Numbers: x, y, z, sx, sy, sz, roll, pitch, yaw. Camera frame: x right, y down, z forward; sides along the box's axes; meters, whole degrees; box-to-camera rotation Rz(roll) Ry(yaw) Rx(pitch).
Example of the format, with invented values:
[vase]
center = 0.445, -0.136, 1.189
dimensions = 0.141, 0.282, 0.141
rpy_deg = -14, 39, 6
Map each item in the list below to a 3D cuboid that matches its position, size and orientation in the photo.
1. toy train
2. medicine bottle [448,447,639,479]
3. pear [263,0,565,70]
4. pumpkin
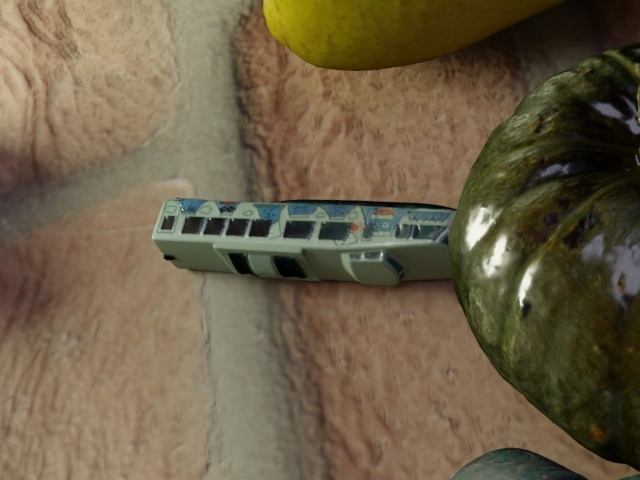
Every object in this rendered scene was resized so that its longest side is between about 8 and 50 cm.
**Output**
[toy train]
center = 0.000, 0.000, 0.596
dimensions = 0.208, 0.043, 0.047
rpy_deg = 2, 60, 23
[medicine bottle]
center = 0.158, 0.168, 0.331
dimensions = 0.141, 0.141, 0.293
rpy_deg = -50, 38, -15
[pear]
center = 0.086, -0.260, 0.606
dimensions = 0.285, 0.285, 0.336
rpy_deg = 25, 85, 33
[pumpkin]
center = 0.169, 0.000, 0.458
dimensions = 0.224, 0.157, 0.223
rpy_deg = -11, 43, 10
